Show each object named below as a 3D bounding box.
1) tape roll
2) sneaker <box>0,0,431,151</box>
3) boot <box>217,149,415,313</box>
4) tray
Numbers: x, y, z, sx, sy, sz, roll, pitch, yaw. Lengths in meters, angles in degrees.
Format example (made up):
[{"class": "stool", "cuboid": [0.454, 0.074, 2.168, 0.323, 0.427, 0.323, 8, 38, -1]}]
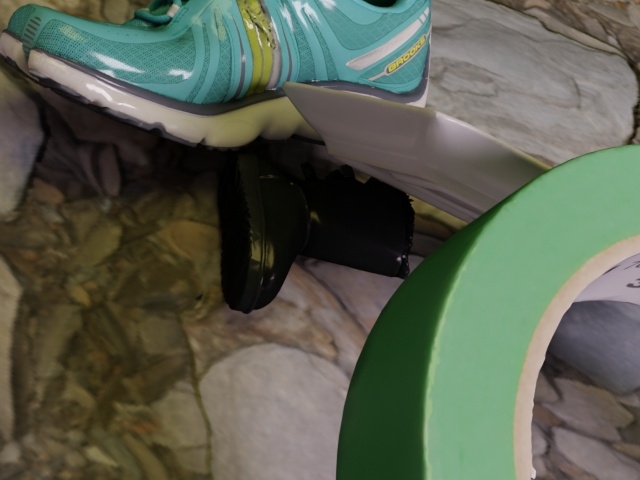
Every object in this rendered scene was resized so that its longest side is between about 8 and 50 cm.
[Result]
[{"class": "tape roll", "cuboid": [0.164, 0.118, 0.788, 0.321, 0.077, 0.321, 11, 64, -24]}, {"class": "sneaker", "cuboid": [-0.049, -0.113, 0.966, 0.275, 0.110, 0.107, -5, 25, -42]}, {"class": "boot", "cuboid": [0.000, 0.001, 0.936, 0.099, 0.045, 0.121, 15, 34, -16]}, {"class": "tray", "cuboid": [0.112, -0.013, 0.950, 0.270, 0.030, 0.145, 24, -3, -34]}]
